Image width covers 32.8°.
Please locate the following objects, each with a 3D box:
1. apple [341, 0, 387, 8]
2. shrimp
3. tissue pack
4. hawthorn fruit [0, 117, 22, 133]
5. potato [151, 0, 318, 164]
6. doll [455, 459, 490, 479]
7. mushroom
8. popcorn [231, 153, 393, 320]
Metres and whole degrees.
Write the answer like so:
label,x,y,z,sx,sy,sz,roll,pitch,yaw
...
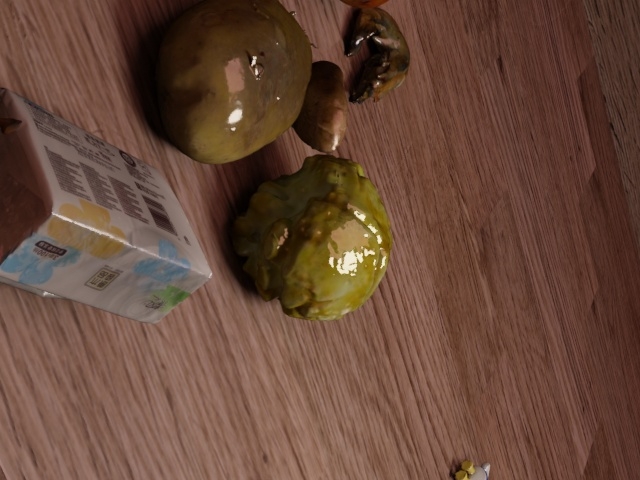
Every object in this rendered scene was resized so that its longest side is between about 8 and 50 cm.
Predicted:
label,x,y,z,sx,sy,sz,roll,pitch,yaw
apple,0.068,-0.422,1.651,0.146,0.147,0.146,22,65,-58
shrimp,0.092,-0.308,1.761,0.254,0.059,0.145,-42,117,-57
tissue pack,-0.242,-0.010,1.027,0.229,0.145,0.159,29,26,-57
hawthorn fruit,-0.314,-0.077,0.776,0.207,0.243,0.207,16,72,-61
potato,-0.094,-0.209,1.317,0.296,0.141,0.191,-53,132,-55
doll,0.279,0.444,1.928,0.098,0.058,0.143,-55,135,-22
mushroom,-0.004,-0.192,1.461,0.072,0.094,0.209,24,25,-17
popcorn,0.000,0.000,1.400,0.221,0.184,0.204,-60,141,-49
